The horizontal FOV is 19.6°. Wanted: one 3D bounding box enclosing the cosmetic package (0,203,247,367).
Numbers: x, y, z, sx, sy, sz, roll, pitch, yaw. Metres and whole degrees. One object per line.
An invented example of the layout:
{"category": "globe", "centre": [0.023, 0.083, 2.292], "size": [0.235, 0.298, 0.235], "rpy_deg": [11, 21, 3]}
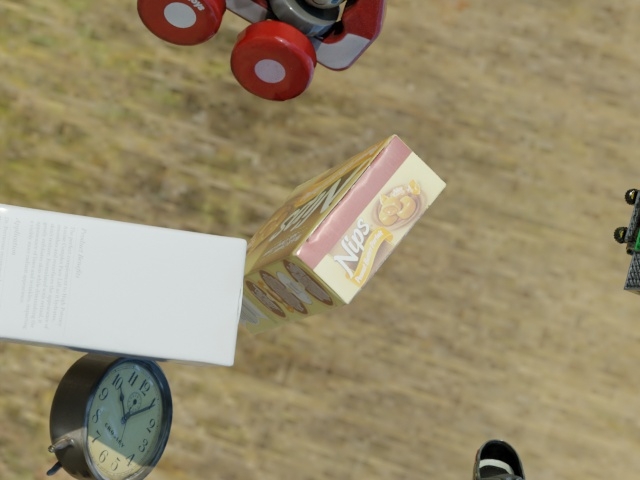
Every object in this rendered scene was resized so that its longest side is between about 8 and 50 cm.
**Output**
{"category": "cosmetic package", "centre": [-0.189, 0.042, 1.615], "size": [0.085, 0.231, 0.117], "rpy_deg": [166, -68, -71]}

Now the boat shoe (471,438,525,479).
{"category": "boat shoe", "centre": [0.151, 0.216, 1.567], "size": [0.133, 0.049, 0.042], "rpy_deg": [-92, -169, -64]}

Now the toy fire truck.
{"category": "toy fire truck", "centre": [-0.051, -0.321, 2.116], "size": [0.254, 0.302, 0.169], "rpy_deg": [-46, -160, 46]}

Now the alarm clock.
{"category": "alarm clock", "centre": [-0.194, 0.155, 1.787], "size": [0.192, 0.064, 0.129], "rpy_deg": [-57, 137, -29]}

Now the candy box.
{"category": "candy box", "centre": [0.000, 0.000, 2.104], "size": [0.183, 0.087, 0.316], "rpy_deg": [-50, -169, -20]}

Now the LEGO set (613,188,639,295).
{"category": "LEGO set", "centre": [0.410, -0.012, 1.516], "size": [0.331, 0.192, 0.255], "rpy_deg": [-19, -126, 64]}
